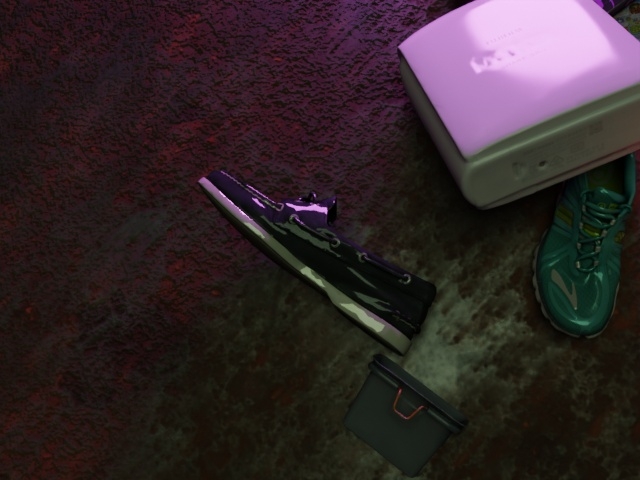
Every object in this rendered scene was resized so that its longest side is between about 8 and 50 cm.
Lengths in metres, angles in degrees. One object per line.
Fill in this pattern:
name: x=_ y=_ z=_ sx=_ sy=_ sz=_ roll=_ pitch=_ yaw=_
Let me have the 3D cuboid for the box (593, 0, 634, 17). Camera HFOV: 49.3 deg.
box: x=0.382 y=-0.388 z=0.974 sx=0.116 sy=0.029 sz=0.162 roll=-36 pitch=67 yaw=-4

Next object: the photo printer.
photo printer: x=0.242 y=-0.202 z=0.860 sx=0.255 sy=0.107 sz=0.308 roll=-22 pitch=45 yaw=6

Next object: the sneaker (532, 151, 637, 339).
sneaker: x=0.327 y=-0.020 z=0.848 sx=0.106 sy=0.110 sz=0.276 roll=11 pitch=78 yaw=11

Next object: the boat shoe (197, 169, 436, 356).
boat shoe: x=0.000 y=-0.001 z=0.882 sx=0.340 sy=0.127 sz=0.113 roll=37 pitch=82 yaw=14

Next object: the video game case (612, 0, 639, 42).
video game case: x=0.422 y=-0.281 z=0.955 sx=0.087 sy=0.011 sz=0.122 roll=-7 pitch=74 yaw=7

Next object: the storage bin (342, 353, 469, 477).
storage bin: x=0.095 y=0.213 z=0.833 sx=0.135 sy=0.098 sz=0.091 roll=35 pitch=93 yaw=15
